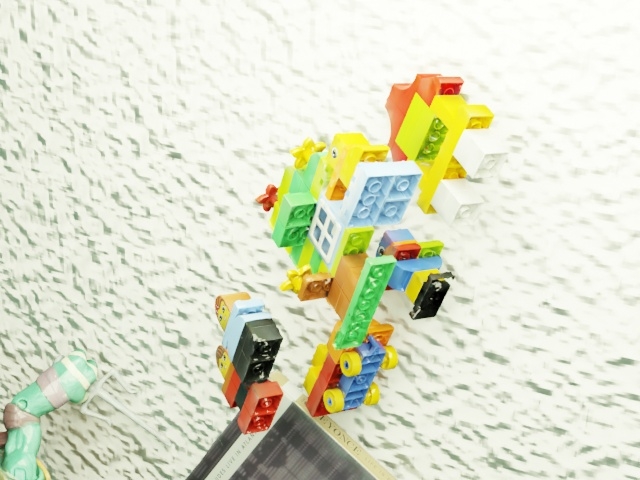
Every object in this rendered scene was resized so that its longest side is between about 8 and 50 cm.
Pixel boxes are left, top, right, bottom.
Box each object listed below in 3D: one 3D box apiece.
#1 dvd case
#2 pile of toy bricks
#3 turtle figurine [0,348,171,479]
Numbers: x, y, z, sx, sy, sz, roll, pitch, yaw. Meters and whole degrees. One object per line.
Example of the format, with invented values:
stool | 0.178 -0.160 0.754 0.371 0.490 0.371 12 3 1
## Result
dvd case | 0.010 0.208 0.677 0.221 0.018 0.164 41 122 8
pile of toy bricks | 0.000 0.000 0.570 0.105 0.118 0.212 57 139 38
turtle figurine | -0.205 0.151 0.715 0.234 0.118 0.175 30 111 25
